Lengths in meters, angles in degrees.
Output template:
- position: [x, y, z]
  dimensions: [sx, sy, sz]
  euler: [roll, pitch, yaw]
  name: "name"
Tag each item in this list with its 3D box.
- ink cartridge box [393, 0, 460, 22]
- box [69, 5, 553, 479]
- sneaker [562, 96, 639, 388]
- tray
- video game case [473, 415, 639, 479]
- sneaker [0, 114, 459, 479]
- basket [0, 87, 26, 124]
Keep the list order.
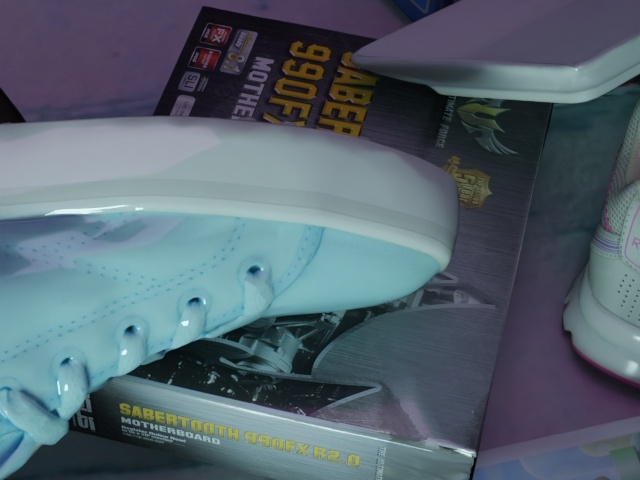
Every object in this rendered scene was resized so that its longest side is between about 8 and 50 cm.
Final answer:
- position: [0.012, -0.341, 0.826]
  dimensions: [0.151, 0.270, 0.395]
  euler: [-27, 60, -22]
  name: "ink cartridge box"
- position: [0.000, 0.000, 0.707]
  dimensions: [0.183, 0.056, 0.231]
  euler: [12, 50, 8]
  name: "box"
- position: [0.201, -0.050, 0.729]
  dimensions: [0.103, 0.111, 0.252]
  euler: [22, 58, 13]
  name: "sneaker"
- position: [0.156, -0.119, 0.743]
  dimensions: [0.270, 0.030, 0.145]
  euler: [-29, 25, -34]
  name: "tray"
- position: [0.147, 0.167, 0.634]
  dimensions: [0.285, 0.025, 0.204]
  euler: [-11, 57, -8]
  name: "video game case"
- position: [-0.123, 0.038, 0.575]
  dimensions: [0.365, 0.135, 0.150]
  euler: [-2, 82, -12]
  name: "sneaker"
- position: [-0.269, 0.000, 0.666]
  dimensions: [0.204, 0.154, 0.227]
  euler: [28, 63, 11]
  name: "basket"
